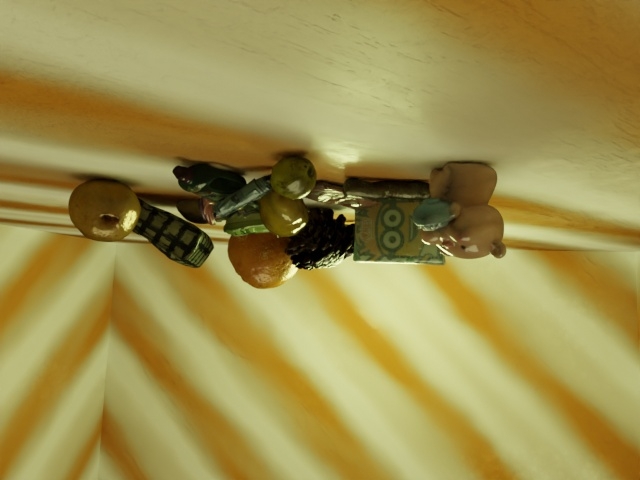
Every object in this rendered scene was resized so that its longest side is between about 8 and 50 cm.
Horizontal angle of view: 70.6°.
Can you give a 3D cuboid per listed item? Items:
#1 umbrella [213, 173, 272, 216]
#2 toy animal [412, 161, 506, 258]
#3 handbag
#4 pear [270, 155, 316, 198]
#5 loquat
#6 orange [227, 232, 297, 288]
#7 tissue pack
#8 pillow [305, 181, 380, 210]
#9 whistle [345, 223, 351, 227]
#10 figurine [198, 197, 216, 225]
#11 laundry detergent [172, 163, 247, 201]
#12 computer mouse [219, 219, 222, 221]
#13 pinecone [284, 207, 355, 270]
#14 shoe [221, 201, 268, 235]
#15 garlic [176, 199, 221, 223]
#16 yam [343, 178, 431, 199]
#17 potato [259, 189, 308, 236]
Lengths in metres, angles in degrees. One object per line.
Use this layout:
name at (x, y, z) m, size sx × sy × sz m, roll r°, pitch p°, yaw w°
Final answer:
umbrella at (-0.190, -0.135, 1.236) m, size 0.250 × 0.052 × 0.053 m, roll -27°, pitch 128°, yaw 22°
toy animal at (0.360, -0.079, 1.158) m, size 0.229 × 0.221 × 0.210 m, roll 33°, pitch 164°, yaw -18°
handbag at (-0.595, -0.032, 1.756) m, size 0.326 × 0.163 × 0.325 m, roll 32°, pitch 170°, yaw 0°
pear at (-0.065, -0.153, 1.105) m, size 0.107 × 0.107 × 0.131 m, roll 8°, pitch 176°, yaw -44°
loquat at (-0.682, -0.096, 1.436) m, size 0.207 × 0.208 × 0.208 m, roll 2°, pitch 174°, yaw 0°
orange at (-0.255, 0.056, 1.996) m, size 0.340 × 0.293 × 0.340 m, roll 44°, pitch 172°, yaw 8°
tissue pack at (0.272, -0.034, 1.556) m, size 0.310 × 0.228 × 0.128 m, roll 1°, pitch 175°, yaw 20°
pillow at (0.062, -0.143, 1.439) m, size 0.248 × 0.049 × 0.135 m, roll 10°, pitch 170°, yaw -32°
whistle at (0.019, -0.005, 2.189) m, size 0.404 × 0.168 × 0.188 m, roll 2°, pitch 173°, yaw -1°
figurine at (-0.341, -0.127, 1.528) m, size 0.156 × 0.114 × 0.126 m, roll -28°, pitch -159°, yaw 12°
laundry detergent at (-0.306, -0.164, 1.235) m, size 0.144 × 0.078 × 0.221 m, roll -10°, pitch 167°, yaw 21°
computer mouse at (-0.474, -0.111, 1.997) m, size 0.055 × 0.032 × 0.110 m, roll -1°, pitch 163°, yaw 20°
pinecone at (-0.003, -0.006, 1.817) m, size 0.298 × 0.242 × 0.295 m, roll -26°, pitch 158°, yaw 28°
shoe at (-0.245, -0.086, 1.706) m, size 0.262 × 0.128 × 0.140 m, roll -13°, pitch -179°, yaw 3°
garlic at (-0.452, -0.111, 1.756) m, size 0.195 × 0.087 × 0.101 m, roll 5°, pitch 161°, yaw -5°
yam at (0.193, -0.148, 1.310) m, size 0.252 × 0.061 × 0.061 m, roll 2°, pitch 174°, yaw -3°
potato at (-0.119, -0.093, 1.424) m, size 0.173 × 0.140 × 0.300 m, roll 39°, pitch 166°, yaw 2°
